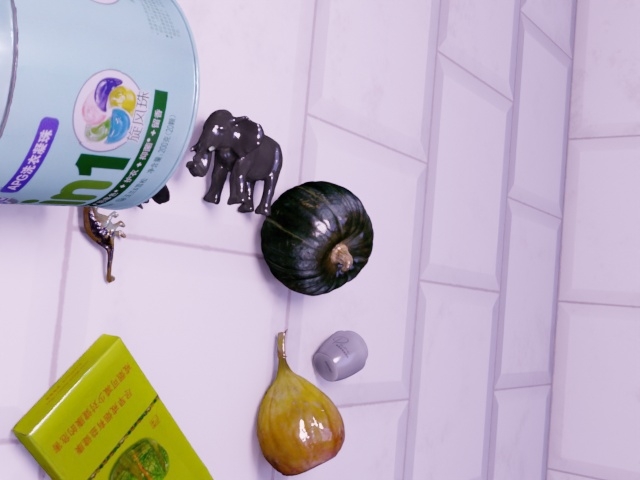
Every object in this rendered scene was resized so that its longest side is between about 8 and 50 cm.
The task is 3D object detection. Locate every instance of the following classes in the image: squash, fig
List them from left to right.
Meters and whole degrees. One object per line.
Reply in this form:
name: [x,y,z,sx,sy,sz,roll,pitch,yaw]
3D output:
fig: [-0.045,0.288,1.384,0.159,0.159,0.257,6,69,-54]
squash: [-0.003,-0.003,1.375,0.218,0.172,0.218,-4,95,-52]

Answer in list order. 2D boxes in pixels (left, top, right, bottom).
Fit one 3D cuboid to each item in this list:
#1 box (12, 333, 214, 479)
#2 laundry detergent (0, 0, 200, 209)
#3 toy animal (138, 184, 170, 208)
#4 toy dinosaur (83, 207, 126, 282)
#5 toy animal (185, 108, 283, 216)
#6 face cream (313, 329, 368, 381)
box: [-0.283,0.321,1.115,0.187,0.047,0.335,-52,130,-39]
laundry detergent: [-0.336,-0.177,0.819,0.305,0.287,0.288,-1,92,-54]
toy animal: [-0.246,-0.135,1.050,0.084,0.233,0.148,-32,77,-23]
toy dinosaur: [-0.305,-0.026,1.077,0.058,0.037,0.180,-48,129,-47]
toy animal: [-0.142,-0.127,1.251,0.245,0.114,0.146,19,82,-75]
face cream: [0.040,0.229,1.516,0.095,0.091,0.091,-29,115,-41]
